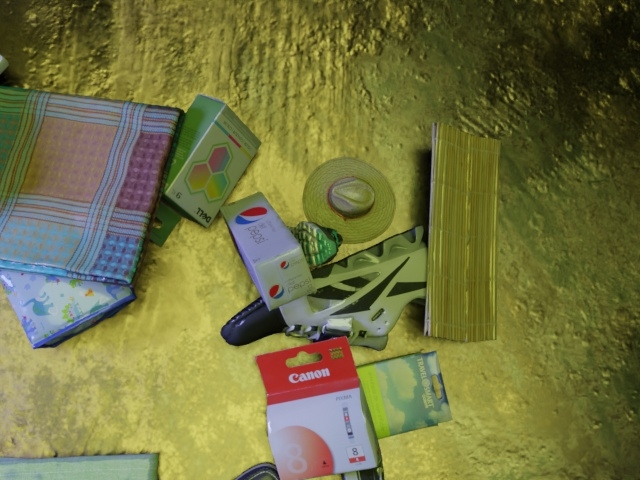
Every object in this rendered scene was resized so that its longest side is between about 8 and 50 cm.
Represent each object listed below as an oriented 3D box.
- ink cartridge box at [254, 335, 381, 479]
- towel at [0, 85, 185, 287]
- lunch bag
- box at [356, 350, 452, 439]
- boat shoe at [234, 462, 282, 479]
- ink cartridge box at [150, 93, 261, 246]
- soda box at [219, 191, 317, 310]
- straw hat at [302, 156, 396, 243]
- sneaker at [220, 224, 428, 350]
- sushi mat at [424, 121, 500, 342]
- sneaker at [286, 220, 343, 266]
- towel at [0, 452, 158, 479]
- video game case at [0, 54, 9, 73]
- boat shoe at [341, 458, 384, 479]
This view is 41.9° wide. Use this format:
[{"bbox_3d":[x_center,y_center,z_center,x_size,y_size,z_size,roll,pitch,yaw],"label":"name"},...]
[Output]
[{"bbox_3d":[-0.007,0.234,1.148,0.145,0.045,0.179,-14,99,17],"label":"ink cartridge box"},{"bbox_3d":[-0.392,-0.086,1.149,0.370,0.040,0.272,8,72,13],"label":"towel"},{"bbox_3d":[-0.349,0.062,1.168,0.151,0.096,0.129,-30,85,1],"label":"lunch bag"},{"bbox_3d":[0.090,0.229,1.209,0.178,0.042,0.109,-12,84,-7],"label":"box"},{"bbox_3d":[-0.133,0.402,1.147,0.223,0.073,0.080,-43,87,-10],"label":"boat shoe"},{"bbox_3d":[-0.182,-0.090,1.192,0.062,0.109,0.209,26,78,35],"label":"ink cartridge box"},{"bbox_3d":[-0.075,0.008,1.139,0.069,0.216,0.074,-23,117,-9],"label":"soda box"},{"bbox_3d":[0.047,-0.065,1.240,0.144,0.061,0.145,1,82,-5],"label":"straw hat"},{"bbox_3d":[0.027,0.103,1.181,0.330,0.122,0.146,-22,87,-11],"label":"sneaker"},{"bbox_3d":[0.212,-0.009,1.232,0.151,0.019,0.317,11,79,-41],"label":"sushi mat"},{"bbox_3d":[0.000,0.000,1.180,0.076,0.166,0.065,-5,97,-19],"label":"sneaker"},{"bbox_3d":[-0.348,0.460,1.140,0.247,0.038,0.325,0,80,-6],"label":"towel"},{"bbox_3d":[-0.570,-0.241,1.202,0.190,0.022,0.173,35,79,19],"label":"video game case"},{"bbox_3d":[0.084,0.411,1.164,0.070,0.078,0.219,-11,81,-6],"label":"boat shoe"}]
